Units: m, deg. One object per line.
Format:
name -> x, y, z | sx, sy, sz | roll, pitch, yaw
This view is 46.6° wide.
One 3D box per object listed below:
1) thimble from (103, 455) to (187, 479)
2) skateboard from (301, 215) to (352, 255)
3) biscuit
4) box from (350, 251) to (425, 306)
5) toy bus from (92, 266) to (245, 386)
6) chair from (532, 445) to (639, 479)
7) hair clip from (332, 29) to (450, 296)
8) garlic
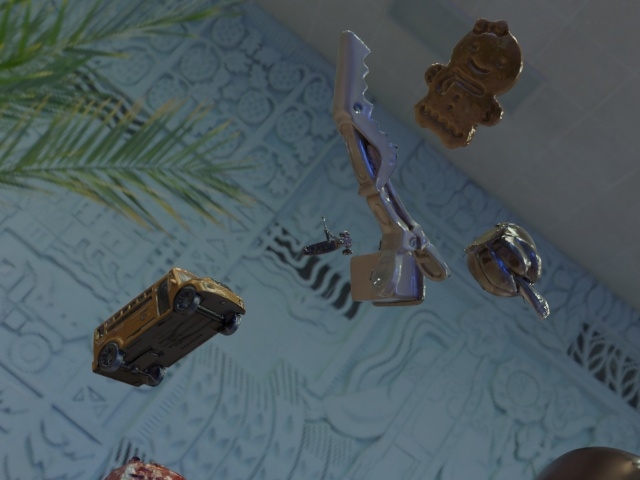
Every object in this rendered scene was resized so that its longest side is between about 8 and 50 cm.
thimble -> -0.272, 0.439, 1.131 | 0.163, 0.125, 0.190 | 18, -53, -5
skateboard -> 0.000, 0.000, 0.862 | 0.063, 0.032, 0.083 | -11, -15, 11
biscuit -> 0.214, -0.219, 1.053 | 0.133, 0.184, 0.027 | 55, 20, 21
box -> 0.100, 0.057, 1.147 | 0.062, 0.089, 0.122 | 5, -9, -36
toy bus -> -0.187, 0.099, 0.903 | 0.083, 0.194, 0.088 | 35, 28, -45
chair -> 0.115, 0.302, 0.442 | 0.226, 0.401, 0.227 | 19, -63, 42
hair clip -> 0.041, -0.060, 0.616 | 0.034, 0.072, 0.226 | -11, -79, 60
garlic -> 0.354, 0.054, 1.348 | 0.194, 0.131, 0.127 | 45, 5, 2
